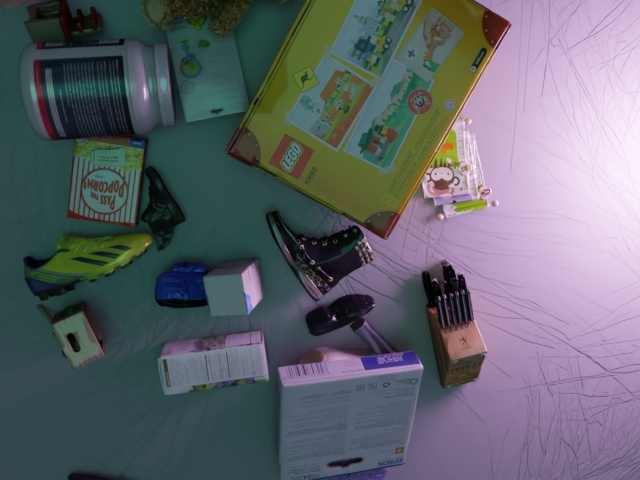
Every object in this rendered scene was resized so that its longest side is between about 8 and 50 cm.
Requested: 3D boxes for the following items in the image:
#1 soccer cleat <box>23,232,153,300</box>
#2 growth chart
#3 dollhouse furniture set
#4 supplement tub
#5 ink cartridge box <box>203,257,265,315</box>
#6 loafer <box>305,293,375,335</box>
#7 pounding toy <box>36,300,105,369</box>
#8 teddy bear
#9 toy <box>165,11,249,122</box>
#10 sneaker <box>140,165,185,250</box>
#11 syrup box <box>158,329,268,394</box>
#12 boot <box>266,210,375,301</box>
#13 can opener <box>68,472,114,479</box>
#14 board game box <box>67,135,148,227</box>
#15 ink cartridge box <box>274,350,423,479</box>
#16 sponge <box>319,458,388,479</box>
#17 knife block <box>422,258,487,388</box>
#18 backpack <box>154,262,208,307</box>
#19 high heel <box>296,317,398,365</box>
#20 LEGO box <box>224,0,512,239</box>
[{"bbox_3d":[-0.506,0.031,1.408,0.289,0.093,0.121,-22,96,4],"label":"soccer cleat"},{"bbox_3d":[0.297,-0.163,1.501,0.172,0.021,0.237,-20,102,-1],"label":"growth chart"},{"bbox_3d":[-0.526,-0.516,1.240,0.135,0.262,0.259,-14,136,-5],"label":"dollhouse furniture set"},{"bbox_3d":[-0.434,-0.302,1.302,0.272,0.191,0.191,-5,102,-9],"label":"supplement tub"},{"bbox_3d":[-0.186,0.100,1.446,0.090,0.143,0.092,-5,102,13],"label":"ink cartridge box"},{"bbox_3d":[0.047,0.174,1.530,0.170,0.062,0.061,-16,140,-9],"label":"loafer"},{"bbox_3d":[-0.550,0.197,1.435,0.100,0.130,0.141,-25,103,-13],"label":"pounding toy"},{"bbox_3d":[-0.212,-0.530,1.319,0.338,0.113,0.245,-32,80,-9],"label":"teddy bear"},{"bbox_3d":[-0.241,-0.376,1.381,0.137,0.056,0.237,-12,96,-6],"label":"toy"},{"bbox_3d":[-0.361,-0.070,1.432,0.089,0.051,0.170,-30,107,-3],"label":"sneaker"},{"bbox_3d":[-0.242,0.277,1.492,0.237,0.093,0.096,-8,102,-5],"label":"syrup box"},{"bbox_3d":[0.000,0.000,1.470,0.178,0.085,0.236,-31,109,-2],"label":"boot"},{"bbox_3d":[-0.507,0.587,1.545,0.186,0.073,0.059,21,106,-1],"label":"can opener"},{"bbox_3d":[-0.458,-0.134,1.411,0.147,0.045,0.193,7,100,-7],"label":"board game box"},{"bbox_3d":[0.057,0.413,1.519,0.324,0.071,0.330,-4,124,-14],"label":"ink cartridge box"},{"bbox_3d":[0.053,0.563,1.613,0.210,0.031,0.117,32,96,-11],"label":"sponge"},{"bbox_3d":[0.305,0.193,1.551,0.088,0.242,0.275,-13,147,-2],"label":"knife block"},{"bbox_3d":[-0.306,0.102,1.452,0.120,0.098,0.101,-4,73,-5],"label":"backpack"},{"bbox_3d":[0.058,0.319,1.545,0.261,0.093,0.186,-38,116,9],"label":"high heel"},{"bbox_3d":[0.087,-0.310,1.353,0.372,0.193,0.500,29,97,-8],"label":"LEGO box"}]
